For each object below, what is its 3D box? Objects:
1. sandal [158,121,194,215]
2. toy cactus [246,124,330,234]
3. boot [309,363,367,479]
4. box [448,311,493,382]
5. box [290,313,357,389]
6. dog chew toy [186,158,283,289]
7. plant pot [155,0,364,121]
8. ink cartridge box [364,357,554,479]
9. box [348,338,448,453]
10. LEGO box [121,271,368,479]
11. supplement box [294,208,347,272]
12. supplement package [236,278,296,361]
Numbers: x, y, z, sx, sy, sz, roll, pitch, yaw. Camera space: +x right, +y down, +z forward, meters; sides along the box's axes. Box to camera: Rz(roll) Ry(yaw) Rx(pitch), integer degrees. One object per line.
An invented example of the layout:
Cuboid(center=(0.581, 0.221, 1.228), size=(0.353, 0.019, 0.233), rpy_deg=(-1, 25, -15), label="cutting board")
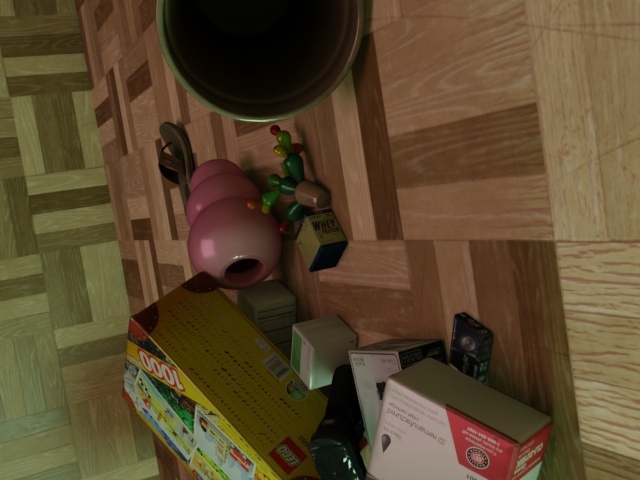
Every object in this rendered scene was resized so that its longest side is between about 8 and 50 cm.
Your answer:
Cuboid(center=(-0.415, -0.205, 2.107), size=(0.120, 0.086, 0.303), rpy_deg=(-44, 61, 60), label="sandal")
Cuboid(center=(-0.057, -0.105, 1.429), size=(0.180, 0.112, 0.219), rpy_deg=(26, 115, 47), label="toy cactus")
Cuboid(center=(0.062, 0.367, 1.297), size=(0.094, 0.207, 0.246), rpy_deg=(-9, 115, 21), label="boot")
Cuboid(center=(0.215, 0.155, 1.055), size=(0.067, 0.018, 0.083), rpy_deg=(40, 134, 53), label="box")
Cuboid(center=(0.005, 0.212, 1.406), size=(0.087, 0.102, 0.101), rpy_deg=(40, 134, 49), label="box")
Cuboid(center=(-0.208, -0.053, 1.636), size=(0.207, 0.206, 0.332), rpy_deg=(107, 150, -44), label="dog chew toy")
Cuboid(center=(-0.113, -0.397, 1.230), size=(0.280, 0.323, 0.323), rpy_deg=(-111, 22, -59), label="plant pot")
Cuboid(center=(0.170, 0.329, 0.990), size=(0.197, 0.114, 0.273), rpy_deg=(23, 111, 35), label="ink cartridge box")
Cuboid(center=(0.146, 0.308, 1.176), size=(0.169, 0.087, 0.290), rpy_deg=(-18, 83, 64), label="box")
Cuboid(center=(-0.181, 0.371, 1.544), size=(0.500, 0.193, 0.372), rpy_deg=(43, 143, 16), label="LEGO box")
Cuboid(center=(0.000, 0.000, 1.384), size=(0.083, 0.056, 0.083), rpy_deg=(64, 150, 27), label="supplement box")
Cuboid(center=(-0.121, 0.193, 1.650), size=(0.105, 0.105, 0.179), rpy_deg=(37, 131, 55), label="supplement package")
